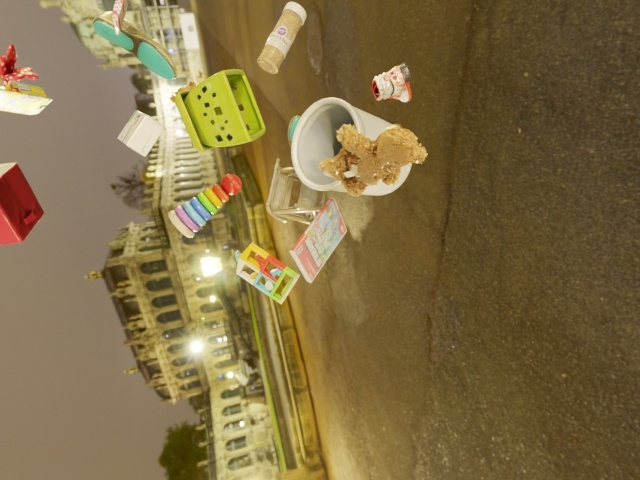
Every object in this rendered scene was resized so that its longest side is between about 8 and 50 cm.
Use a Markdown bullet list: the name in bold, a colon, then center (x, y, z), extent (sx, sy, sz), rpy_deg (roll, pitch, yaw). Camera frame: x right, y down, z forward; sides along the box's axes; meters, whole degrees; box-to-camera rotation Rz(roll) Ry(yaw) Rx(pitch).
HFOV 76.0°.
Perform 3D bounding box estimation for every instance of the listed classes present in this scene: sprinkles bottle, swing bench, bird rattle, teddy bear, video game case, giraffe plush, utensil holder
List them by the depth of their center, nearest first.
- **teddy bear**: center (0.141, -0.237, 1.180), extent (0.113, 0.245, 0.338), rpy_deg (-65, 8, -29)
- **bird rattle**: center (-0.970, -0.459, 1.204), extent (0.207, 0.253, 0.143), rpy_deg (-63, -26, -26)
- **utensil holder**: center (0.136, -0.341, 1.599), extent (0.328, 0.385, 0.327), rpy_deg (0, 89, 42)
- **video game case**: center (0.000, 0.000, 1.608), extent (0.025, 0.285, 0.204), rpy_deg (18, 151, 33)
- **giraffe plush**: center (-0.579, -0.630, 1.856), extent (0.170, 0.181, 0.210), rpy_deg (54, 145, -9)
- **swing bench**: center (-0.101, -0.219, 1.888), extent (0.165, 0.255, 0.253), rpy_deg (83, -165, -64)
- **sprinkles bottle**: center (-0.198, -1.047, 2.123), extent (0.355, 0.121, 0.121), rpy_deg (-65, 11, -7)

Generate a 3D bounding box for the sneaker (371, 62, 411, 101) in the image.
- **sneaker**: center (0.279, -0.600, 1.623), extent (0.270, 0.145, 0.090), rpy_deg (4, -114, -78)

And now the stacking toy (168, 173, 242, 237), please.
- **stacking toy**: center (-0.476, -0.164, 1.746), extent (0.141, 0.330, 0.141), rpy_deg (50, 177, 4)

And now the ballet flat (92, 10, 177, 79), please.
- **ballet flat**: center (-0.715, -0.786, 1.636), extent (0.123, 0.348, 0.123), rpy_deg (-51, 20, 27)

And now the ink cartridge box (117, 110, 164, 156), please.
- **ink cartridge box**: center (-0.792, -0.475, 1.805), extent (0.219, 0.092, 0.160), rpy_deg (29, 87, 50)

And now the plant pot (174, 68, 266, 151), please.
- **plant pot**: center (-0.336, -0.425, 1.372), extent (0.228, 0.207, 0.227), rpy_deg (-75, -32, -67)

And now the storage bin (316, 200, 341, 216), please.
- **storage bin**: center (0.027, -0.138, 2.238), extent (0.135, 0.091, 0.098), rpy_deg (31, 122, 13)

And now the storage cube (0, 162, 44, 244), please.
- **storage cube**: center (-1.030, -0.110, 1.277), extent (0.183, 0.215, 0.193), rpy_deg (-104, 7, -53)

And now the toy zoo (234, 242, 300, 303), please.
- **toy zoo**: center (-0.249, 0.133, 1.772), extent (0.192, 0.293, 0.030), rpy_deg (-57, -3, 38)

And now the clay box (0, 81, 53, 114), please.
- **clay box**: center (-1.160, -0.543, 1.557), extent (0.053, 0.127, 0.222), rpy_deg (63, -159, 1)

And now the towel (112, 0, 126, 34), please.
- **towel**: center (-0.706, -0.846, 1.455), extent (0.144, 0.029, 0.197), rpy_deg (14, 89, 67)

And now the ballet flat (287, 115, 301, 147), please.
- **ballet flat**: center (-0.105, -0.427, 1.804), extent (0.073, 0.080, 0.232), rpy_deg (-127, 34, -69)
